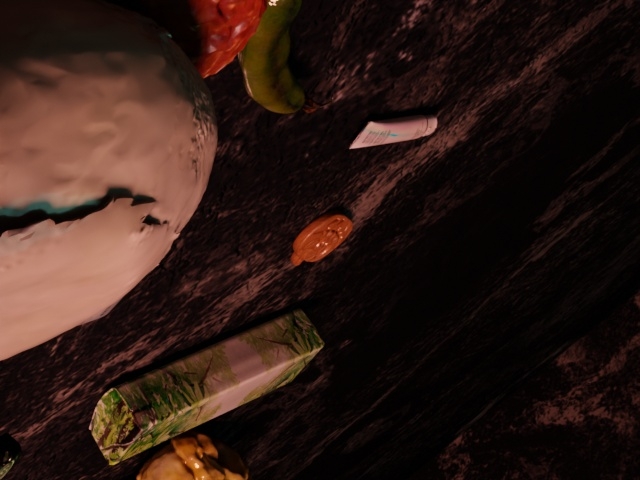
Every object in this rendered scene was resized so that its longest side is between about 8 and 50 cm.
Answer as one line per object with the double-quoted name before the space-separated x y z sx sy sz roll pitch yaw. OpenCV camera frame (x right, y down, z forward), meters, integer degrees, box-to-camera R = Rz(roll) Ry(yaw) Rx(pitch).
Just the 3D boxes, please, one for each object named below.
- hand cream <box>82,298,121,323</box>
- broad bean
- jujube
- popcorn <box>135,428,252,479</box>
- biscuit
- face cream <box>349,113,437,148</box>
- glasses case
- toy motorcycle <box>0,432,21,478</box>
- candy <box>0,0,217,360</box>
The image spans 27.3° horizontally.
"hand cream" -0.229 0.038 1.029 0.124 0.078 0.340 -48 167 22
"broad bean" -0.032 -0.146 0.988 0.069 0.039 0.227 -30 161 -6
"jujube" -0.079 -0.164 0.772 0.112 0.109 0.176 3 159 -8
"popcorn" -0.166 0.323 1.653 0.163 0.140 0.194 -42 160 -7
"biscuit" 0.000 0.000 1.407 0.078 0.015 0.091 -42 160 7
"face cream" 0.073 -0.108 1.288 0.115 0.020 0.038 -15 150 -48
"glasses case" -0.124 0.158 1.466 0.272 0.062 0.095 -20 159 -42
"toy motorcycle" -0.334 0.196 0.992 0.196 0.125 0.331 -49 172 -11
"candy" -0.190 -0.036 0.732 0.295 0.185 0.295 -26 172 -4
